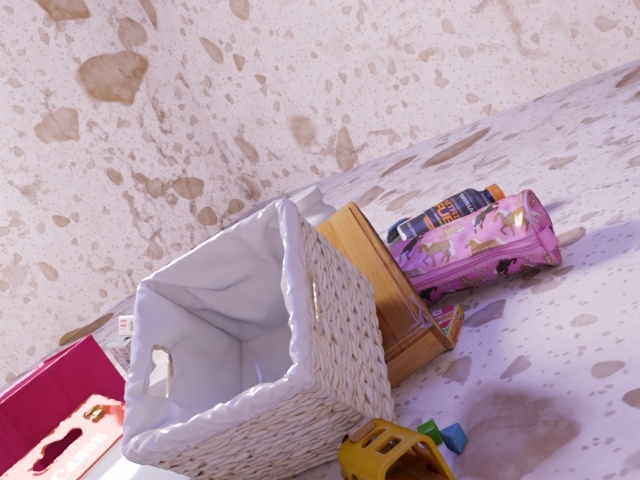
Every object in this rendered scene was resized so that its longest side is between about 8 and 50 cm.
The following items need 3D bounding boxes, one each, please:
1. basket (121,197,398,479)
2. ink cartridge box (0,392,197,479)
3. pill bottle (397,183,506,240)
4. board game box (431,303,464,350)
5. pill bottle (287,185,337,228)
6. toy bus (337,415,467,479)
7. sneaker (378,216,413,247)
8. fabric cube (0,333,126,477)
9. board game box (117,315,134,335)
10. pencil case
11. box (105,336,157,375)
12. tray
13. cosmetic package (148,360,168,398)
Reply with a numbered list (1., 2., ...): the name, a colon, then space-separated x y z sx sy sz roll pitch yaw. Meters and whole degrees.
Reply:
1. basket: -0.095 0.180 1.137 0.331 0.266 0.328 -28 45 22
2. ink cartridge box: -0.355 0.373 1.274 0.385 0.091 0.308 10 31 24
3. pill bottle: 0.309 -0.034 1.660 0.245 0.130 0.130 -29 12 4
4. board game box: 0.137 0.196 1.362 0.259 0.039 0.124 -26 12 28
5. pill bottle: 0.000 0.000 1.915 0.153 0.265 0.153 -28 13 7
6. toy bus: 0.077 0.286 0.961 0.202 0.104 0.191 -25 13 21
7. sneaker: 0.131 0.054 1.841 0.296 0.112 0.131 -29 -4 -14
8. fabric cube: -0.548 0.396 1.545 0.254 0.258 0.259 -29 10 43
9. board game box: -0.321 0.210 1.827 0.305 0.053 0.193 -3 -7 16
10. pencil case: 0.267 0.034 1.422 0.386 0.160 0.167 -24 52 24
11. box: -0.444 0.323 1.821 0.038 0.186 0.145 -40 15 -32
12. tray: 0.059 0.104 1.353 0.203 0.076 0.411 -38 37 7
13. cosmetic package: -0.241 0.303 1.501 0.183 0.151 0.151 -28 8 6
